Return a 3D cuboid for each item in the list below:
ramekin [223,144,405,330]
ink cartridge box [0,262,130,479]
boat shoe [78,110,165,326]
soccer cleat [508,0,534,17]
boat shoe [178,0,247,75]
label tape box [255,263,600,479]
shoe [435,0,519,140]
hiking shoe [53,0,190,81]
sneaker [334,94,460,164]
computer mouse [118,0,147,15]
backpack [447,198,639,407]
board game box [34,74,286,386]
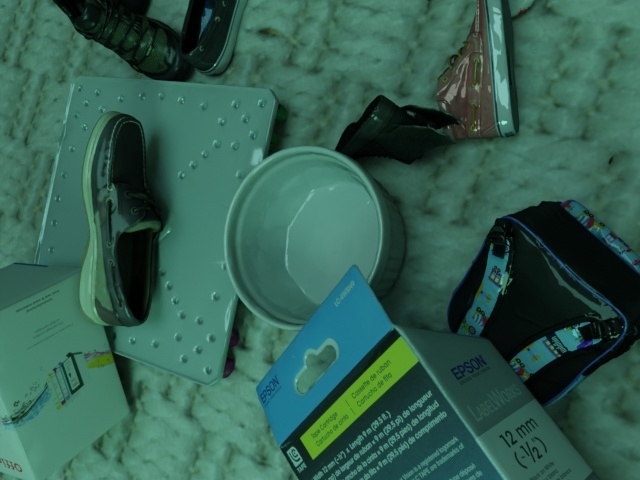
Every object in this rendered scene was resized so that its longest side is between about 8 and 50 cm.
[{"bbox_3d":[0.000,0.000,0.748,0.207,0.109,0.207,-3,84,28],"label":"ramekin"},{"bbox_3d":[-0.401,0.170,0.867,0.171,0.168,0.232,2,112,33],"label":"ink cartridge box"},{"bbox_3d":[-0.252,-0.025,0.842,0.093,0.103,0.284,6,91,24],"label":"boat shoe"},{"bbox_3d":[0.231,-0.277,0.694,0.083,0.036,0.029,-38,68,20],"label":"soccer cleat"},{"bbox_3d":[-0.152,-0.350,0.892,0.080,0.076,0.228,16,92,29],"label":"boat shoe"},{"bbox_3d":[0.101,0.220,0.621,0.347,0.115,0.249,56,133,24],"label":"label tape box"},{"bbox_3d":[0.165,-0.197,0.697,0.081,0.063,0.177,-4,95,27],"label":"shoe"},{"bbox_3d":[-0.295,-0.298,0.919,0.227,0.114,0.086,35,114,5],"label":"hiking shoe"},{"bbox_3d":[0.080,-0.112,0.732,0.089,0.170,0.051,26,68,-12],"label":"sneaker"},{"bbox_3d":[-0.348,-0.461,1.017,0.189,0.072,0.272,-20,75,25],"label":"computer mouse"},{"bbox_3d":[0.213,0.068,0.619,0.158,0.117,0.173,48,139,26],"label":"backpack"},{"bbox_3d":[-0.248,-0.033,0.923,0.390,0.050,0.389,12,90,29],"label":"board game box"}]
